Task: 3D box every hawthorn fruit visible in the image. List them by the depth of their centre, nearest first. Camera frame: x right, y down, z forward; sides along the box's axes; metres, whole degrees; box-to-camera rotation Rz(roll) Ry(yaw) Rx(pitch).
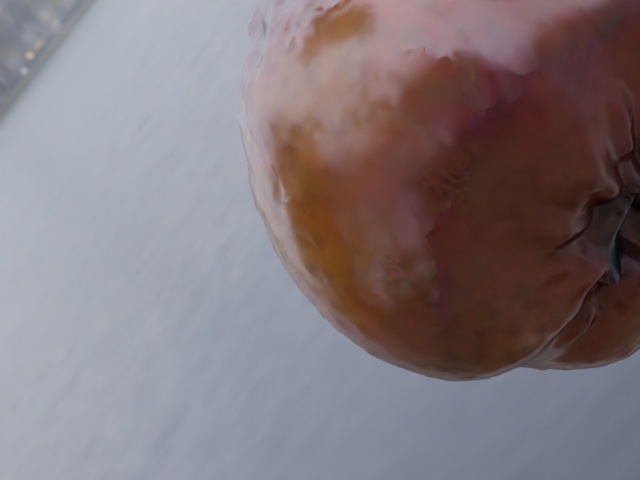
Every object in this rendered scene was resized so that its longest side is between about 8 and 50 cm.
[{"bbox_3d":[0.133,-0.094,1.491,0.472,0.472,0.472,-49,12,13],"label":"hawthorn fruit"}]
